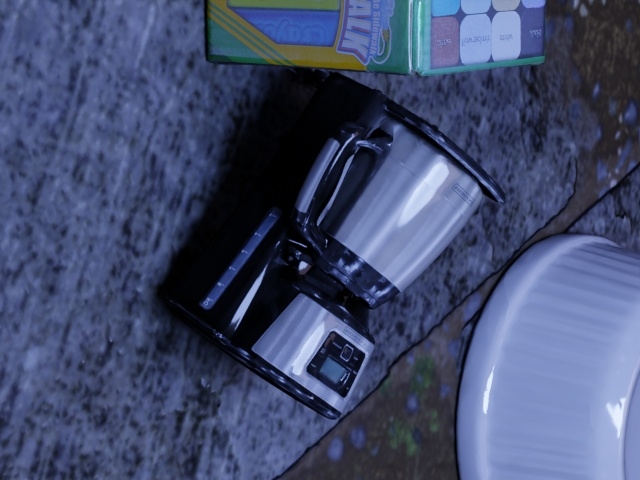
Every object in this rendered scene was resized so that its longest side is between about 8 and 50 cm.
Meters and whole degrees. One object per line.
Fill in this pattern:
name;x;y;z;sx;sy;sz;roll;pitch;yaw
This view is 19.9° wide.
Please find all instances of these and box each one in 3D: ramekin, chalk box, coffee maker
ramekin;0.232;0.133;1.403;0.273;0.127;0.272;-11;104;-49
chalk box;0.051;-0.167;1.072;0.132;0.213;0.132;-11;104;-49
coffee maker;0.000;0.000;1.107;0.120;0.171;0.178;38;87;-23
